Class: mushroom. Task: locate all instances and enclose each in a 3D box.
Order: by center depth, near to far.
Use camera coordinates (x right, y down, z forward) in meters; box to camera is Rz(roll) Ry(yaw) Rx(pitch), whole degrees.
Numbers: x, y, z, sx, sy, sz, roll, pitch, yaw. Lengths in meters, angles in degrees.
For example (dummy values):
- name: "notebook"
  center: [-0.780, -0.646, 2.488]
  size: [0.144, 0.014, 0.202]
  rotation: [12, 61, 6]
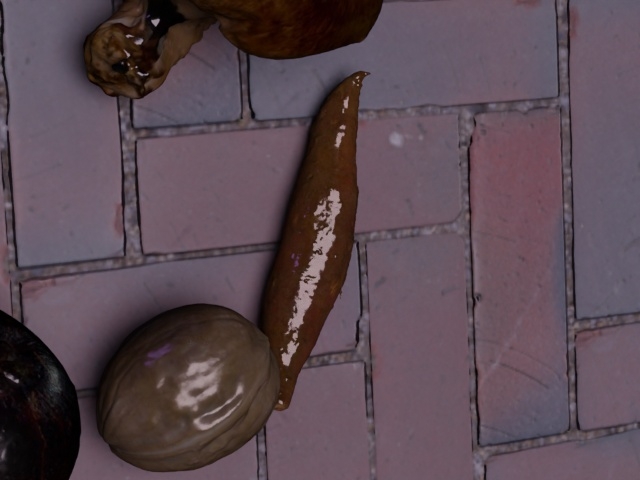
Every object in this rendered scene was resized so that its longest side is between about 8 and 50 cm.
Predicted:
- name: "mushroom"
  center: [-0.086, -0.265, 1.559]
  size: [0.254, 0.267, 0.267]
  rotation: [-6, 100, 10]

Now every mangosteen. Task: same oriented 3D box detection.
- name: "mangosteen"
  center: [-0.307, 0.151, 1.501]
  size: [0.216, 0.216, 0.216]
  rotation: [-3, 97, -25]

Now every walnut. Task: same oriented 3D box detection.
- name: "walnut"
  center: [-0.114, 0.127, 1.612]
  size: [0.162, 0.140, 0.140]
  rotation: [-25, 108, 8]

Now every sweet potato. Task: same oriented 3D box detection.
- name: "sweet potato"
  center: [0.000, 0.000, 1.690]
  size: [0.072, 0.066, 0.314]
  rotation: [20, 85, -32]
